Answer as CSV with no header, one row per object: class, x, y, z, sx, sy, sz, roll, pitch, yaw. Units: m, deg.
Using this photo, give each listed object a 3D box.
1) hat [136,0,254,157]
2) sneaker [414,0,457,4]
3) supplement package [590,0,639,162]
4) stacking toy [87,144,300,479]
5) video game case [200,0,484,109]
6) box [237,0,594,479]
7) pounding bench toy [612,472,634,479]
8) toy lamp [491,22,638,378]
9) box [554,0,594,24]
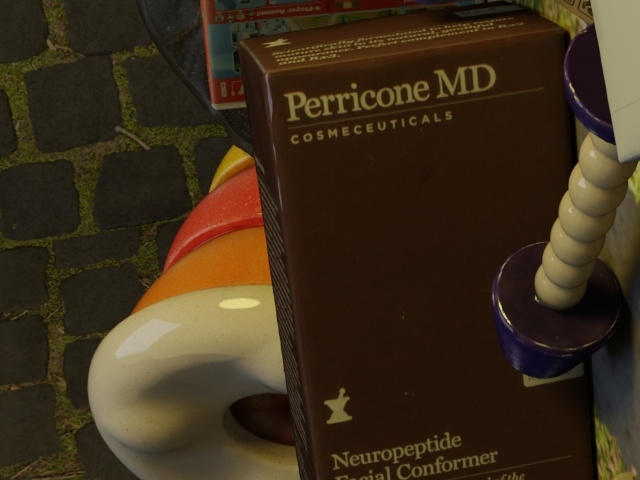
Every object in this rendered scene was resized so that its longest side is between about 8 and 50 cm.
hat,-0.031,-0.239,1.205,0.331,0.134,0.331,35,136,41
sneaker,0.077,-0.247,0.750,0.236,0.130,0.323,-103,12,-61
supplement package,0.145,-0.124,0.466,0.105,0.105,0.179,153,108,-82
stacking toy,0.000,0.000,1.339,0.351,0.350,0.480,89,-173,-50
video game case,0.015,-0.211,0.992,0.285,0.204,0.025,89,174,-47
box,0.069,0.046,0.963,0.143,0.191,0.381,-123,23,-73
pounding bench toy,0.176,0.188,0.861,0.065,0.083,0.052,45,163,17
toy lamp,0.142,-0.005,0.775,0.275,0.080,0.080,96,163,-60
box,0.091,-0.189,0.670,0.201,0.021,0.164,38,157,17
